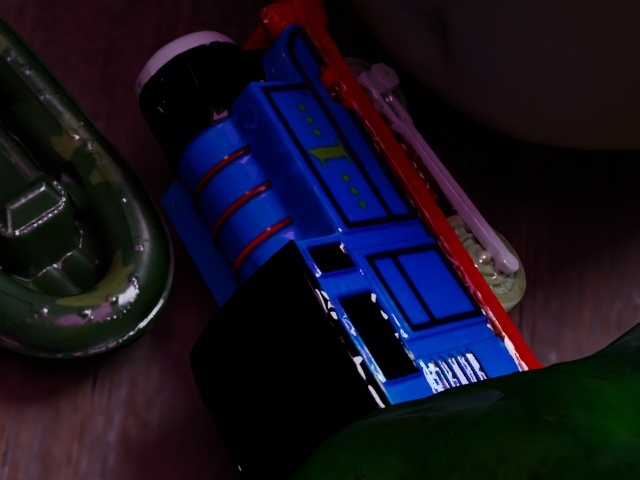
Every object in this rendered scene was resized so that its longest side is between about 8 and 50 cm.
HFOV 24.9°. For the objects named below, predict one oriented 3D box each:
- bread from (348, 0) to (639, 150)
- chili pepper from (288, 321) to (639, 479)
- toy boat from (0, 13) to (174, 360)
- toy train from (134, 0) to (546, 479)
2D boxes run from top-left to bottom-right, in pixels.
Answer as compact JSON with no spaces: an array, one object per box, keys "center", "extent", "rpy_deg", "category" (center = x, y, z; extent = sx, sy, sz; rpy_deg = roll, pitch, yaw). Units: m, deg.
[{"center":[0.157,-0.222,0.580],"extent":[0.376,0.253,0.348],"rpy_deg":[-29,110,-32],"category":"bread"},{"center":[0.061,0.128,0.431],"extent":[0.385,0.213,0.167],"rpy_deg":[-31,112,-6],"category":"chili pepper"},{"center":[-0.141,-0.033,0.593],"extent":[0.104,0.052,0.210],"rpy_deg":[-34,72,-26],"category":"toy boat"},{"center":[0.000,0.000,0.564],"extent":[0.131,0.083,0.204],"rpy_deg":[-10,61,-44],"category":"toy train"}]
